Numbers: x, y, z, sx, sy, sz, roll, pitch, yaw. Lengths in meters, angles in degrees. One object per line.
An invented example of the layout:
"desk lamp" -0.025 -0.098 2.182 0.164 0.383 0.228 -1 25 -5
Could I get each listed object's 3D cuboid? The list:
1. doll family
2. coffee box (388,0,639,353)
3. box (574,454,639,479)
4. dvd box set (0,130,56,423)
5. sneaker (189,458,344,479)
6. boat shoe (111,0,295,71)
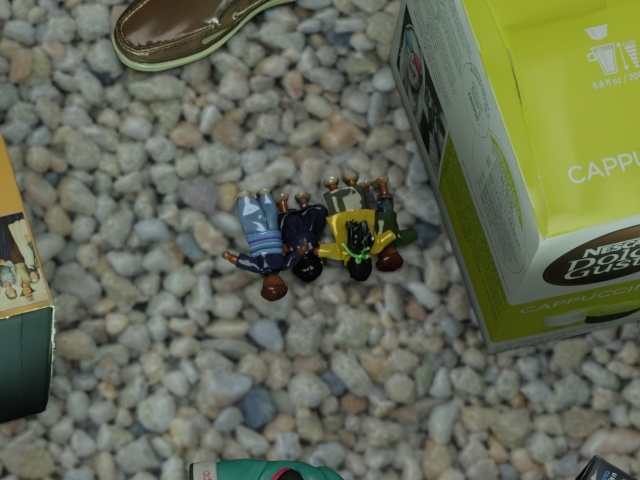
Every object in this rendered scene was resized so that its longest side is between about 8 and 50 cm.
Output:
"doll family" 0.000 0.000 1.880 0.193 0.076 0.111 -11 75 -3
"coffee box" 0.283 -0.129 1.805 0.337 0.334 0.338 -13 71 -9
"box" 0.240 0.314 1.684 0.142 0.247 0.163 29 71 8
"dvd box set" -0.326 -0.073 1.755 0.062 0.307 0.420 -15 71 -14
"sneaker" -0.011 0.314 1.718 0.178 0.124 0.296 -9 54 -4
"boat shoe" -0.096 -0.261 1.953 0.257 0.095 0.095 -32 75 -14
